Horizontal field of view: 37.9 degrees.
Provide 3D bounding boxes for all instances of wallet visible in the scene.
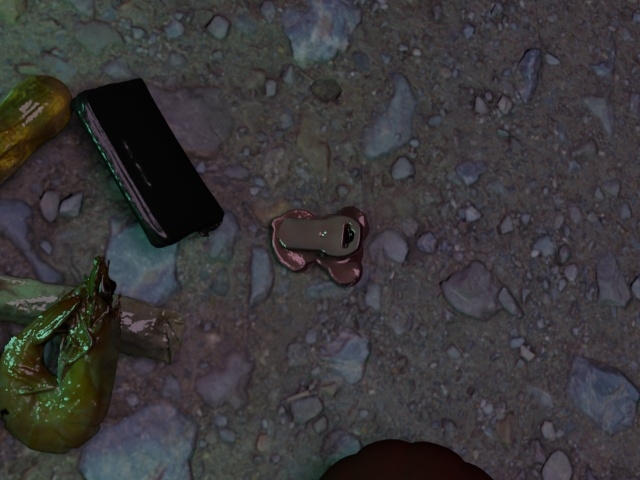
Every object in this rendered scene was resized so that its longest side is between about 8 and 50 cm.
[{"bbox_3d":[-0.232,-0.105,1.275,0.250,0.044,0.149,60,34,0],"label":"wallet"}]

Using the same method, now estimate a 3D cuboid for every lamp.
[{"bbox_3d":[0.113,0.409,1.206,0.303,0.257,0.303,0,89,12],"label":"lamp"}]

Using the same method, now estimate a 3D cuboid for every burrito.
[{"bbox_3d":[-0.314,0.100,1.205,0.275,0.059,0.082,13,104,-18],"label":"burrito"}]

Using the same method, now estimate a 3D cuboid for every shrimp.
[{"bbox_3d":[-0.316,0.140,1.156,0.145,0.061,0.267,20,104,-10],"label":"shrimp"}]

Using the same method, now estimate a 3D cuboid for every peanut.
[{"bbox_3d":[-0.407,-0.138,1.215,0.087,0.087,0.207,44,63,-8],"label":"peanut"}]

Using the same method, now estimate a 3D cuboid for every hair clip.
[{"bbox_3d":[0.001,0.003,1.387,0.138,0.102,0.123,-1,74,10],"label":"hair clip"}]
